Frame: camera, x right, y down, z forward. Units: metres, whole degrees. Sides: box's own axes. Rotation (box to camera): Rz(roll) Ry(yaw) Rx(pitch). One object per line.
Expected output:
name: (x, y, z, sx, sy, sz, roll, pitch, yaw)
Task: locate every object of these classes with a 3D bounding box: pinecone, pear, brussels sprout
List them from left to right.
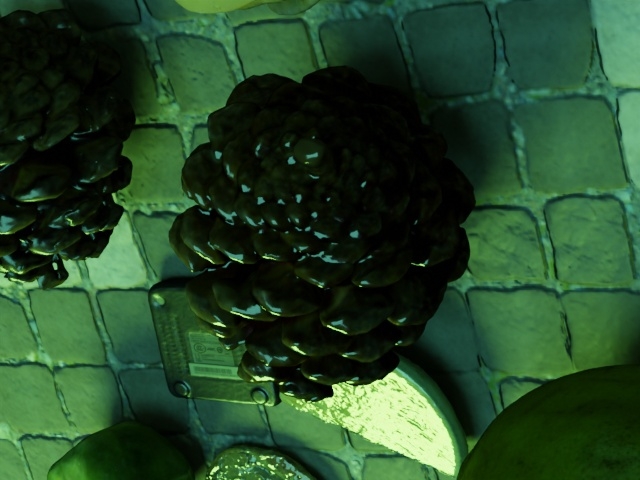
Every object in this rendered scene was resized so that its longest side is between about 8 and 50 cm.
pinecone: (-0.278, -0.077, 1.655, 0.243, 0.243, 0.257, 40, 151, 7)
brussels sprout: (-0.186, 0.250, 1.853, 0.155, 0.117, 0.155, 27, 126, 44)
pinecone: (0.000, 0.000, 1.520, 0.244, 0.244, 0.309, 30, 146, 15)
pear: (0.253, 0.221, 1.471, 0.307, 0.253, 0.253, 1, 117, 24)

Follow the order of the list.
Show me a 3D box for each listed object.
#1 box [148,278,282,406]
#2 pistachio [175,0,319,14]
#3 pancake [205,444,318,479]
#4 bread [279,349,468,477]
box: (-0.098, 0.094, 1.763, 0.126, 0.027, 0.125, 3, 117, 31)
pistachio: (-0.026, -0.295, 1.365, 0.321, 0.229, 0.238, 129, 139, -53)
pancake: (-0.049, 0.264, 1.831, 0.158, 0.028, 0.158, 16, 122, 28)
bread: (0.049, 0.128, 1.676, 0.193, 0.036, 0.112, 20, 136, 24)
